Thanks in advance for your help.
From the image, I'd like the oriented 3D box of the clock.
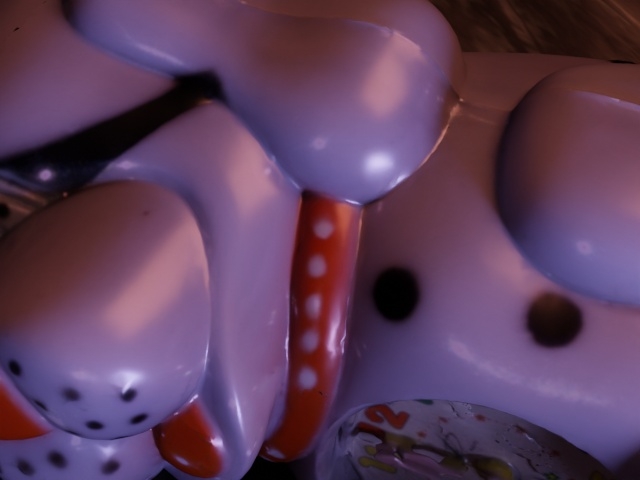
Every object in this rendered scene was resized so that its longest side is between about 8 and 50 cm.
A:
[{"bbox_3d":[0.002,0.003,0.457,0.254,0.189,0.189,22,30,-3],"label":"clock"}]
